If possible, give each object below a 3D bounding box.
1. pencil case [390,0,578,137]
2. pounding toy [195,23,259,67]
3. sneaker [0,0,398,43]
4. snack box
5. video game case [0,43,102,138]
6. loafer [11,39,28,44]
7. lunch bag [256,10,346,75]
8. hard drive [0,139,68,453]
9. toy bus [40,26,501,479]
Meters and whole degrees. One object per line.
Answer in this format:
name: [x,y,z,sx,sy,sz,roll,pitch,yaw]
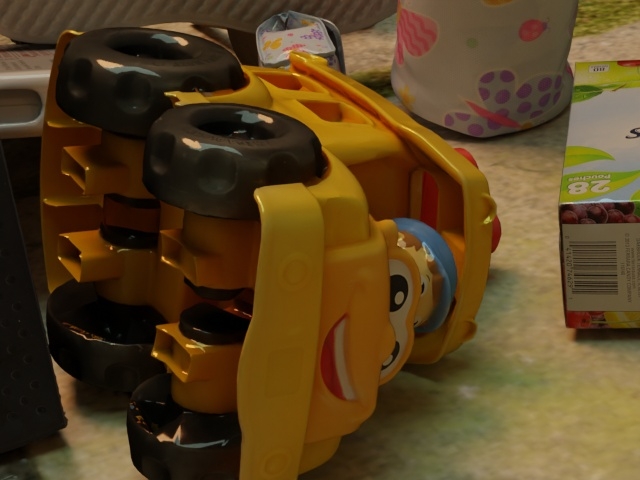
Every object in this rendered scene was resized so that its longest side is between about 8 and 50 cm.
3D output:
pencil case: [0.095,-0.194,0.819,0.113,0.273,0.124,-3,37,-2]
pounding toy: [-0.031,-0.240,1.075,0.155,0.154,0.269,-1,27,14]
sneaker: [-0.076,-0.203,0.936,0.282,0.102,0.161,-1,31,-7]
snack box: [0.219,-0.029,0.681,0.207,0.070,0.174,-2,27,15]
video game case: [-0.240,-0.083,0.824,0.300,0.036,0.329,-5,11,-14]
loafer: [-0.175,-0.164,1.032,0.061,0.062,0.170,5,9,7]
lunch bag: [-0.010,-0.092,0.869,0.053,0.071,0.083,-12,26,-3]
hard drive: [-0.244,0.029,0.594,0.255,0.172,0.054,-13,19,-9]
toy bus: [0.000,0.000,0.636,0.211,0.149,0.220,-4,24,-28]
